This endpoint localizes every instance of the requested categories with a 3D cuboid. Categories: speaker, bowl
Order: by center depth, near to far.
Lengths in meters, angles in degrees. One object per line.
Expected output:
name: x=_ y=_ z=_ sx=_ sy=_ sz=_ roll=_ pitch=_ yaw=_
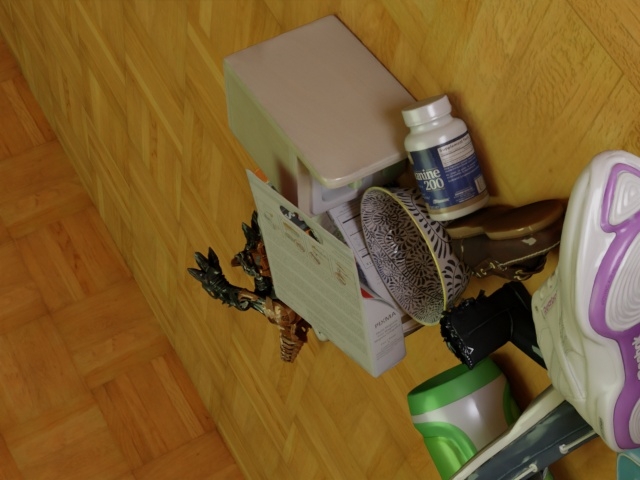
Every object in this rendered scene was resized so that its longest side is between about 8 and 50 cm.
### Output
bowl: x=0.122 y=0.003 z=1.294 sx=0.170 sy=0.080 sz=0.170 roll=51 pitch=156 yaw=33
speaker: x=0.213 y=0.290 z=1.342 sx=0.297 sy=0.131 sz=0.131 roll=64 pitch=161 yaw=2

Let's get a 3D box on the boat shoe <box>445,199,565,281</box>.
boat shoe: x=0.191 y=0.004 z=1.134 sx=0.073 sy=0.073 sz=0.207 roll=65 pitch=168 yaw=-5

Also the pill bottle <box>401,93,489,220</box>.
pill bottle: x=0.126 y=-0.086 z=1.192 sx=0.067 sy=0.067 sz=0.120 roll=11 pitch=124 yaw=67

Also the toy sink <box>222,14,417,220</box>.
toy sink: x=0.011 y=-0.123 z=1.322 sx=0.234 sy=0.152 sz=0.131 roll=51 pitch=157 yaw=33

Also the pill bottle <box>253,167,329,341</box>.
pill bottle: x=0.000 y=0.000 z=1.534 sx=0.246 sy=0.130 sz=0.130 roll=61 pitch=161 yaw=10

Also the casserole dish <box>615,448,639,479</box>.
casserole dish: x=0.333 y=0.266 z=1.131 sx=0.114 sy=0.037 sz=0.188 roll=40 pitch=148 yaw=49

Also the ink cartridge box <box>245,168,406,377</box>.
ink cartridge box: x=0.009 y=0.030 z=1.322 sx=0.189 sy=0.066 sz=0.232 roll=38 pitch=150 yaw=34

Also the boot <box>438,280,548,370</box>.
boot: x=0.190 y=0.104 z=1.209 sx=0.121 sy=0.099 sz=0.045 roll=58 pitch=161 yaw=20

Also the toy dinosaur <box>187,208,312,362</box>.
toy dinosaur: x=-0.079 y=0.073 z=1.828 sx=0.218 sy=0.164 sz=0.322 roll=28 pitch=120 yaw=35

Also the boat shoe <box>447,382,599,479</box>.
boat shoe: x=0.210 y=0.233 z=1.208 sx=0.079 sy=0.095 sz=0.254 roll=47 pitch=116 yaw=11

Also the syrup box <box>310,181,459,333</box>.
syrup box: x=0.064 y=0.004 z=1.421 sx=0.237 sy=0.096 sz=0.093 roll=60 pitch=161 yaw=7

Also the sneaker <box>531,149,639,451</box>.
sneaker: x=0.231 y=0.048 z=1.008 sx=0.152 sy=0.114 sz=0.305 roll=41 pitch=150 yaw=47
